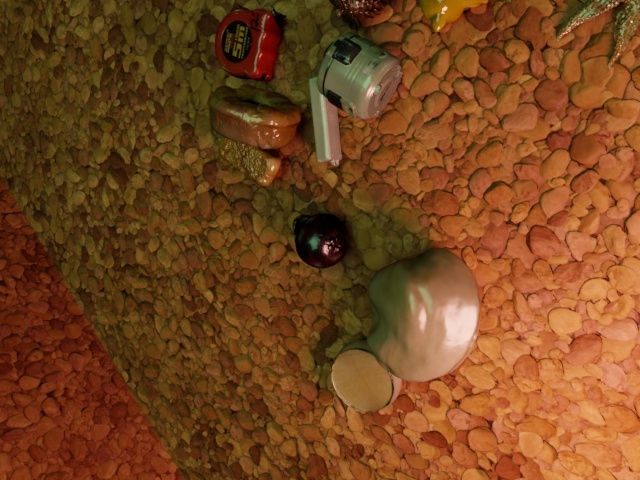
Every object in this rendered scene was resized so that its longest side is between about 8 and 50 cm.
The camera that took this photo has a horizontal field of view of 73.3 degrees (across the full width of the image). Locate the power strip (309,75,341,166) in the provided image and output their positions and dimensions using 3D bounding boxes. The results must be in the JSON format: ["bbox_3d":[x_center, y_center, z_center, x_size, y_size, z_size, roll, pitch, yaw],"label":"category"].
[{"bbox_3d":[0.018,-0.423,1.485,0.058,0.098,0.337,-2,98,31],"label":"power strip"}]

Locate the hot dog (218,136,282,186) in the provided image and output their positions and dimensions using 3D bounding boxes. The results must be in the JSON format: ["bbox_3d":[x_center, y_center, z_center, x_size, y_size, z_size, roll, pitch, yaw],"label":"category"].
[{"bbox_3d":[-0.247,-0.310,1.611,0.257,0.153,0.150,36,109,15],"label":"hot dog"}]

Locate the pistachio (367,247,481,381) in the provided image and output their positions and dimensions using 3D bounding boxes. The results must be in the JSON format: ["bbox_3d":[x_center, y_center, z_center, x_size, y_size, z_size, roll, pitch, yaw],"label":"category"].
[{"bbox_3d":[0.308,0.226,1.341,0.365,0.282,0.445,34,114,35],"label":"pistachio"}]

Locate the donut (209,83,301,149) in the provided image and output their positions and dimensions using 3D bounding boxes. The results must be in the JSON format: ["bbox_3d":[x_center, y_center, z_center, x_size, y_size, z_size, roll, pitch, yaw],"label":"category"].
[{"bbox_3d":[-0.233,-0.439,1.512,0.317,0.300,0.150,46,133,40],"label":"donut"}]

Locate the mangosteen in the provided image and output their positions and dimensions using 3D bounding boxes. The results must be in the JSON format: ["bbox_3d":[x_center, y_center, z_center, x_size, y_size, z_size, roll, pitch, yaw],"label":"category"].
[{"bbox_3d":[0.000,0.000,1.520,0.210,0.210,0.209,5,101,27],"label":"mangosteen"}]

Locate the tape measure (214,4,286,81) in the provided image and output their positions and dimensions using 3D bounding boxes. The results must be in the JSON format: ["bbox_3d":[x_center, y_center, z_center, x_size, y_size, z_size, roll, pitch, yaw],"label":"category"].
[{"bbox_3d":[-0.264,-0.721,1.573,0.261,0.114,0.253,24,109,26],"label":"tape measure"}]

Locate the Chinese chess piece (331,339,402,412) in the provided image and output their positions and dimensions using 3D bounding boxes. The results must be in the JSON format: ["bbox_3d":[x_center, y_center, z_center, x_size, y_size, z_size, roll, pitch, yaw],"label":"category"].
[{"bbox_3d":[0.166,0.489,1.559,0.258,0.104,0.256,4,100,27],"label":"Chinese chess piece"}]

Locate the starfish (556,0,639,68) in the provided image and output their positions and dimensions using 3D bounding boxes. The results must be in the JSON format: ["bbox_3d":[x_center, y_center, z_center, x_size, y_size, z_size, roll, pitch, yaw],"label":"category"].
[{"bbox_3d":[0.795,-0.622,1.066,0.348,0.078,0.357,6,102,24],"label":"starfish"}]

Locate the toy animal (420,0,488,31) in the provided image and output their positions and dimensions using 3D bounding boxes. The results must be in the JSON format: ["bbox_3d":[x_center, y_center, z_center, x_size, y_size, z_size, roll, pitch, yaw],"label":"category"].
[{"bbox_3d":[0.396,-0.711,1.218,0.230,0.156,0.155,-24,87,25],"label":"toy animal"}]

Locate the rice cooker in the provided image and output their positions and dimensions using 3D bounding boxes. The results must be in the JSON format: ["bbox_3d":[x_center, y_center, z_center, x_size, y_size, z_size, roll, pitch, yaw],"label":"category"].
[{"bbox_3d":[0.112,-0.515,1.349,0.244,0.226,0.226,40,114,15],"label":"rice cooker"}]

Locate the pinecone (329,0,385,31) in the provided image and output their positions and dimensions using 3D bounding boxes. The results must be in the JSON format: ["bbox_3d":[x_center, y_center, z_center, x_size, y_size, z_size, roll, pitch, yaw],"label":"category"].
[{"bbox_3d":[0.128,-0.775,1.326,0.213,0.186,0.168,-27,71,12],"label":"pinecone"}]
